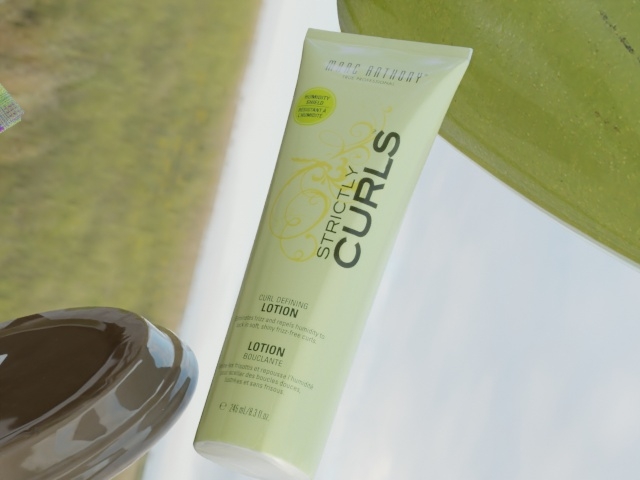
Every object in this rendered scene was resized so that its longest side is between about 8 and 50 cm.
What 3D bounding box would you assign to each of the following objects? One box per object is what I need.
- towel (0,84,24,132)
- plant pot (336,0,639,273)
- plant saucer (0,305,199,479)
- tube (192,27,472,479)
[{"bbox_3d":[-0.260,-0.087,1.106,0.083,0.060,0.009,-39,174,-21],"label":"towel"},{"bbox_3d":[0.198,-0.108,0.984,0.293,0.275,0.274,56,-37,34],"label":"plant pot"},{"bbox_3d":[-0.212,0.111,0.974,0.278,0.278,0.041,-100,171,-72],"label":"plant saucer"},{"bbox_3d":[0.000,0.000,0.780,0.062,0.070,0.240,-25,-137,62],"label":"tube"}]
